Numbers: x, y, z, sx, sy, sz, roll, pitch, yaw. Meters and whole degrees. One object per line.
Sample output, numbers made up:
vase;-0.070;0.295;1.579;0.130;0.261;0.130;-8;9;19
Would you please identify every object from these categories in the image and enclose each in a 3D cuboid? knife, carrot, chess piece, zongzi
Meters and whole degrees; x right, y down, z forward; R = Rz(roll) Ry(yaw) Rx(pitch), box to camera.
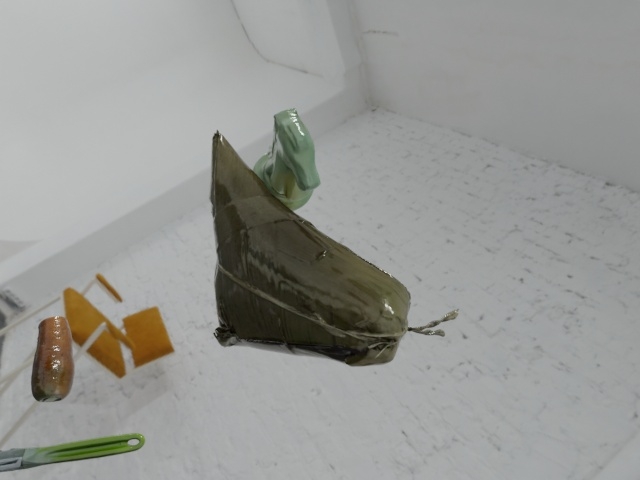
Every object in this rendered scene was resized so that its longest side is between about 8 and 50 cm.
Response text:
knife;-0.282;0.224;0.441;0.026;0.184;0.022;162;-74;-73
carrot;-0.602;0.264;0.950;0.087;0.087;0.193;80;-9;-58
chess piece;-0.072;-0.178;1.008;0.175;0.176;0.298;55;-18;2
zongzi;-0.010;0.005;0.808;0.500;0.218;0.467;1;-73;28
